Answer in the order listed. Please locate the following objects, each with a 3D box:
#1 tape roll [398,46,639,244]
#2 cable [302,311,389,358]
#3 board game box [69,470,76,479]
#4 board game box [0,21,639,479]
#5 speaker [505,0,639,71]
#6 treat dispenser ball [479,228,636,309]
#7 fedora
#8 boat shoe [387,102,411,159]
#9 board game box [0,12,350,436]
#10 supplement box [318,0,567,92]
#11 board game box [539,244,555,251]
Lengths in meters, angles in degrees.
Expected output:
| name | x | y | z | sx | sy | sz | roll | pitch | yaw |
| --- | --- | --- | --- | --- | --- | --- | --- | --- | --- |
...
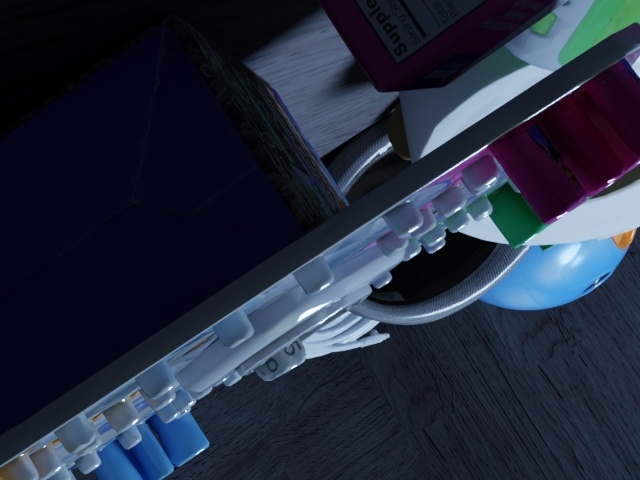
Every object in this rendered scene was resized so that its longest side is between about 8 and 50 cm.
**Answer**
| name | x | y | z | sx | sy | sz | roll | pitch | yaw |
| --- | --- | --- | --- | --- | --- | --- | --- | --- | --- |
| tape roll | 0.211 | -0.108 | 1.065 | 0.286 | 0.100 | 0.286 | -6 | 148 | -4 |
| cable | 0.014 | 0.041 | 1.627 | 0.257 | 0.089 | 0.257 | -13 | 138 | -33 |
| board game box | -0.333 | 0.261 | 1.345 | 0.097 | 0.224 | 0.303 | -30 | 174 | -5 |
| board game box | -0.008 | 0.048 | 0.678 | 0.390 | 0.050 | 0.390 | -33 | 174 | 5 |
| speaker | 0.163 | -0.182 | 0.741 | 0.131 | 0.131 | 0.296 | -33 | 175 | -1 |
| treat dispenser ball | 0.266 | -0.054 | 1.662 | 0.288 | 0.288 | 0.288 | -33 | 175 | -3 |
| fedora | 0.100 | -0.038 | 1.444 | 0.275 | 0.243 | 0.124 | -36 | -155 | -4 |
| boat shoe | 0.127 | -0.137 | 1.287 | 0.059 | 0.063 | 0.170 | -26 | 169 | -35 |
| board game box | -0.110 | 0.009 | 0.776 | 0.232 | 0.141 | 0.291 | -34 | 175 | 7 |
| supplement box | 0.095 | -0.168 | 0.538 | 0.220 | 0.114 | 0.111 | -33 | 176 | 21 |
| board game box | 0.333 | -0.158 | 1.517 | 0.317 | 0.213 | 0.046 | -31 | 175 | -14 |
